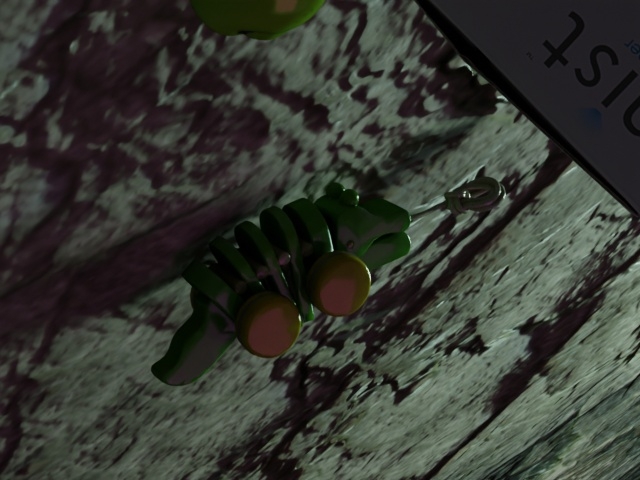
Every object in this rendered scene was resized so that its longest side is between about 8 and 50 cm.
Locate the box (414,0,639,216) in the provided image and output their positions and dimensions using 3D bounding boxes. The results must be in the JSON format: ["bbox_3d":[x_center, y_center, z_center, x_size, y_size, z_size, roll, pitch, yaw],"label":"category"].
[{"bbox_3d":[0.174,-0.149,0.543,0.231,0.127,0.262,-48,171,32],"label":"box"}]

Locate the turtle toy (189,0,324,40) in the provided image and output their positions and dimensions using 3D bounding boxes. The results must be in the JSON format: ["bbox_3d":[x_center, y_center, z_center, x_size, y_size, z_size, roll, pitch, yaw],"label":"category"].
[{"bbox_3d":[-0.017,-0.108,0.476,0.095,0.066,0.130,-29,159,-22],"label":"turtle toy"}]

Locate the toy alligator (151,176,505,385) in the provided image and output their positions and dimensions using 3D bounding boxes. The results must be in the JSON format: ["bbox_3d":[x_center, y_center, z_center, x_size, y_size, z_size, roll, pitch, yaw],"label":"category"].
[{"bbox_3d":[0.000,0.000,0.783,0.189,0.056,0.051,-30,119,-18],"label":"toy alligator"}]
